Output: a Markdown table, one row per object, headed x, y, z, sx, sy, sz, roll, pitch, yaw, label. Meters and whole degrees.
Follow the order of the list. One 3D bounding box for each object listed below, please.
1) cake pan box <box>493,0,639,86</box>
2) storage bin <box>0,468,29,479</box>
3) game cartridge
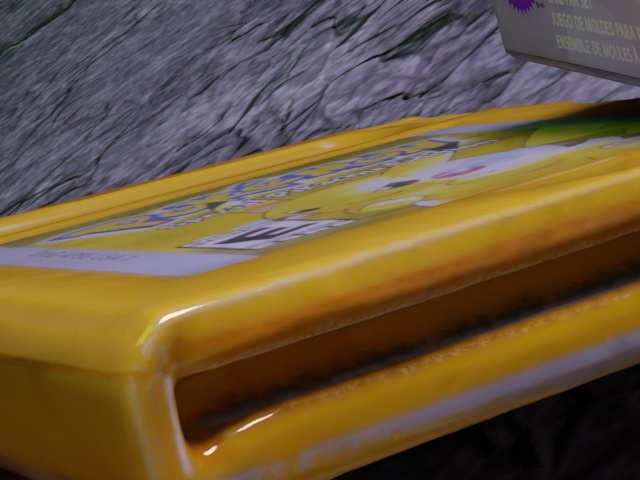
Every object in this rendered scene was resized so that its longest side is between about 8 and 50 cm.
| x | y | z | sx | sy | sz | roll | pitch | yaw | label |
| --- | --- | --- | --- | --- | --- | --- | --- | --- | --- |
| 0.212 | -0.106 | 0.490 | 0.267 | 0.070 | 0.246 | -19 | 18 | -13 | cake pan box |
| -0.066 | 0.117 | 0.518 | 0.135 | 0.098 | 0.091 | -11 | 59 | 47 | storage bin |
| 0.000 | 0.000 | 0.545 | 0.285 | 0.053 | 0.323 | -16 | 11 | -30 | game cartridge |
